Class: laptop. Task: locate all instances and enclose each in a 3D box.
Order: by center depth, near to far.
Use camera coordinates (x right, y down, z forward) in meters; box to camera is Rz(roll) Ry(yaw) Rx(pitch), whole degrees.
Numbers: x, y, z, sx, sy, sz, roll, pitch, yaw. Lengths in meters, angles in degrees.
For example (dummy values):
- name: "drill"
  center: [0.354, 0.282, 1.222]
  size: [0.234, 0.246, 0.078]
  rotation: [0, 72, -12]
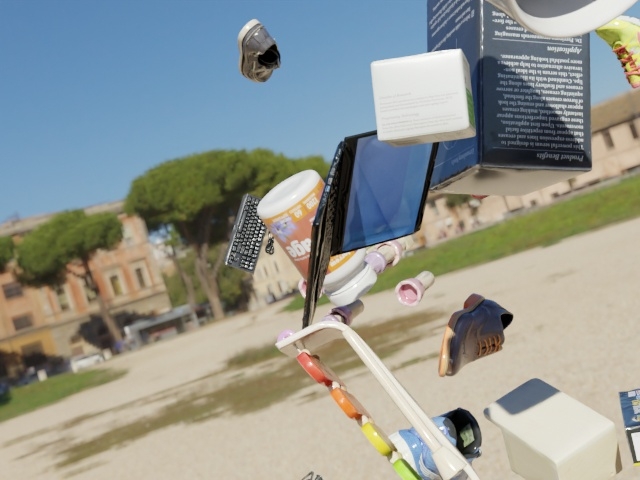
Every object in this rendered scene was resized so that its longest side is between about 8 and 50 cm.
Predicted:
- name: "laptop"
  center: [0.072, -0.017, 1.297]
  size: [0.136, 0.234, 0.264]
  rotation: [11, 45, 6]

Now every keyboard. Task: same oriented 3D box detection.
- name: "keyboard"
  center: [-0.151, -0.012, 2.176]
  size: [0.108, 0.180, 0.023]
  rotation: [20, -19, -15]

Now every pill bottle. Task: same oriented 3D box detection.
- name: "pill bottle"
  center: [0.000, 0.000, 1.564]
  size: [0.121, 0.216, 0.121]
  rotation: [-32, 18, 12]

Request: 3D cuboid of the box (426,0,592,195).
- name: "box"
  center: [0.336, -0.298, 1.723]
  size: [0.211, 0.396, 0.293]
  rotation: [2, -5, -11]

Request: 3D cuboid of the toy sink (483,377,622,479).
- name: "toy sink"
  center: [0.463, 0.404, 1.887]
  size: [0.152, 0.131, 0.234]
  rotation: [-27, 27, -20]

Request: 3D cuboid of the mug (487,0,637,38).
- name: "mug"
  center: [0.229, -0.399, 1.080]
  size: [0.276, 0.328, 0.374]
  rotation: [-37, -38, -3]

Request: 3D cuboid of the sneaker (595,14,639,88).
- name: "sneaker"
  center: [0.570, -0.322, 1.675]
  size: [0.094, 0.208, 0.081]
  rotation: [-60, 11, -10]

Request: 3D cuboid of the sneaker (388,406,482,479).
- name: "sneaker"
  center: [0.244, 0.396, 1.747]
  size: [0.147, 0.130, 0.330]
  rotation: [-30, -24, 9]

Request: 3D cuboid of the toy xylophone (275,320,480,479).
- name: "toy xylophone"
  center: [0.074, 0.203, 1.050]
  size: [0.081, 0.323, 0.236]
  rotation: [-41, -23, -2]

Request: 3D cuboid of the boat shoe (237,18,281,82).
- name: "boat shoe"
  center: [-0.110, -0.341, 1.775]
  size: [0.075, 0.065, 0.206]
  rotation: [-47, -12, -10]

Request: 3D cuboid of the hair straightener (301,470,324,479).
- name: "hair straightener"
  center: [-0.021, 0.482, 1.761]
  size: [0.089, 0.047, 0.230]
  rotation: [-41, -2, -6]

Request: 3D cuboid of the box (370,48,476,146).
- name: "box"
  center: [0.115, -0.154, 1.033]
  size: [0.101, 0.087, 0.101]
  rotation: [-7, -1, 14]

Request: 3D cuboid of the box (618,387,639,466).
- name: "box"
  center: [0.705, 0.330, 1.772]
  size: [0.257, 0.079, 0.322]
  rotation: [-15, -1, 15]

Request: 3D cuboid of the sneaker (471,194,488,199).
- name: "sneaker"
  center: [0.312, -0.148, 2.054]
  size: [0.057, 0.075, 0.161]
  rotation: [-32, 35, -20]

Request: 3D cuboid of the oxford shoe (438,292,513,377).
- name: "oxford shoe"
  center: [0.398, 0.245, 2.393]
  size: [0.132, 0.130, 0.363]
  rotation: [17, 31, 21]

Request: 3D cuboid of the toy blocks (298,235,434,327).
- name: "toy blocks"
  center: [0.060, 0.058, 2.232]
  size: [0.288, 0.309, 0.260]
  rotation: [-25, 2, 34]
